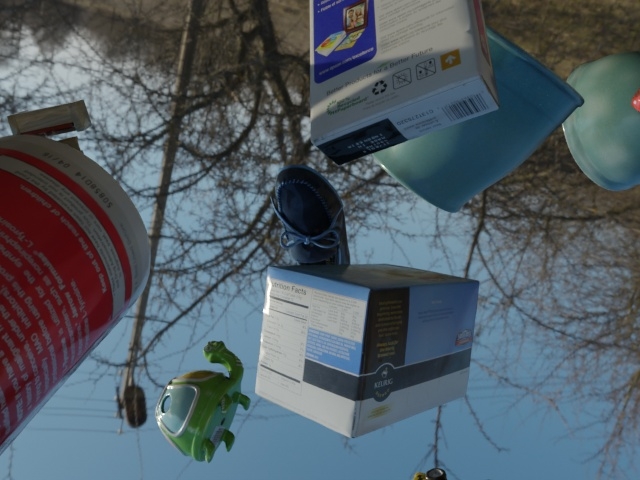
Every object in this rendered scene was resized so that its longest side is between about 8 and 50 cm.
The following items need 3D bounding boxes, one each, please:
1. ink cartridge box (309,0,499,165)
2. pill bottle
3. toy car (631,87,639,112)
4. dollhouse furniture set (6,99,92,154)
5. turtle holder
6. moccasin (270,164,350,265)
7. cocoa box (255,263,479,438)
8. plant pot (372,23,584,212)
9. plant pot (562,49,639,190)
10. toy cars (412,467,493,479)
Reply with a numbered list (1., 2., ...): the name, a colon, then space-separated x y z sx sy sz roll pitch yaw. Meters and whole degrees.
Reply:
1. ink cartridge box: 0.073 -0.274 0.615 0.175 0.371 0.069 -16 153 29
2. pill bottle: -0.332 0.085 0.458 0.229 0.229 0.408 17 -148 6
3. toy car: 0.702 -0.219 0.990 0.239 0.225 0.053 45 -146 -22
4. dollhouse furniture set: -0.383 -0.092 0.725 0.183 0.129 0.129 -15 -160 -9
5. turtle holder: -0.356 0.484 1.708 0.227 0.320 0.243 19 -165 15
6. moccasin: 0.000 0.000 1.140 0.137 0.342 0.117 -7 -132 21
7. cocoa box: 0.092 0.165 1.004 0.231 0.228 0.347 9 -175 42
8. plant pot: 0.223 -0.195 0.920 0.271 0.255 0.272 31 -160 -13
9. plant pot: 0.673 -0.263 1.165 0.293 0.293 0.196 7 170 -26
10. toy cars: 0.281 0.488 0.828 0.393 0.177 0.087 41 -142 27
